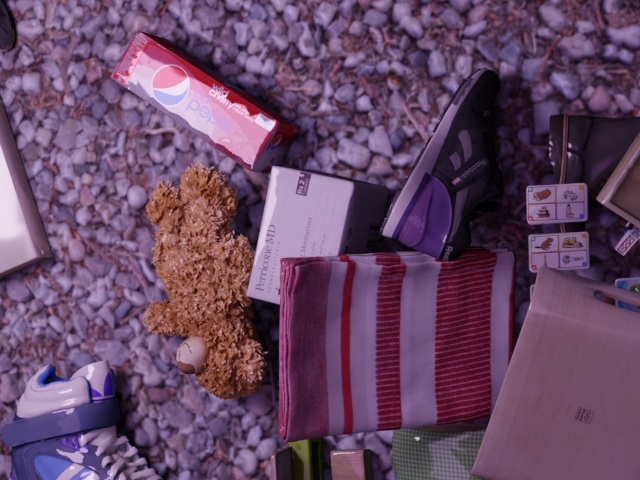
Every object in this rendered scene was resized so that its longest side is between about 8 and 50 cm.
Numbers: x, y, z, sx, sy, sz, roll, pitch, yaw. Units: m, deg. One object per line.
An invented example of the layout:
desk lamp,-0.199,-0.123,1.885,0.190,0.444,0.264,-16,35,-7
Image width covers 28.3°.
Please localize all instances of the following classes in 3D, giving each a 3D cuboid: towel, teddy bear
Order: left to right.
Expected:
teddy bear,-0.172,0.059,1.780,0.245,0.113,0.338,-1,90,40
towel,0.105,0.131,1.636,0.329,0.037,0.237,-3,100,-19

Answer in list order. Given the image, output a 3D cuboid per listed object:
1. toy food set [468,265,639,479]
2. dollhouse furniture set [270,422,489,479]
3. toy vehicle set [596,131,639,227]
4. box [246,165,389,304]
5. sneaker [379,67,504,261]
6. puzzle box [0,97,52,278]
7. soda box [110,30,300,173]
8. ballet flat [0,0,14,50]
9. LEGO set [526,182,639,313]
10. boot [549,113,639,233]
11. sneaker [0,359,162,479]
toy food set,0.336,0.202,1.610,0.219,0.092,0.306,17,113,5
dollhouse furniture set,0.091,0.354,1.693,0.301,0.151,0.198,-4,88,19
toy vehicle set,0.498,-0.048,1.566,0.267,0.035,0.166,32,100,-5
box,0.000,0.000,1.710,0.119,0.182,0.181,13,94,18
sneaker,0.191,-0.093,1.655,0.124,0.107,0.283,28,66,6
puzzle box,-0.601,-0.117,1.985,0.272,0.052,0.409,-21,83,18
soda box,-0.164,-0.198,1.813,0.263,0.092,0.083,35,101,15
ballet flat,-0.527,-0.368,1.972,0.057,0.049,0.173,-32,84,-12
LEGO set,0.386,0.005,1.625,0.244,0.060,0.182,-4,104,3
boot,0.369,-0.069,1.644,0.137,0.077,0.198,-3,90,14
sneaker,-0.311,0.301,1.842,0.322,0.130,0.236,15,99,24
